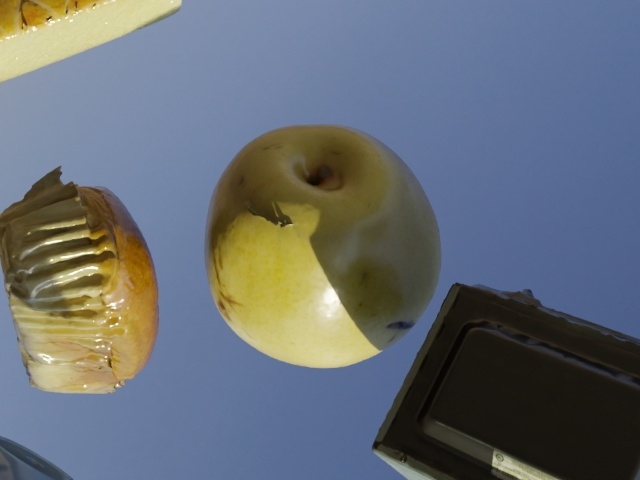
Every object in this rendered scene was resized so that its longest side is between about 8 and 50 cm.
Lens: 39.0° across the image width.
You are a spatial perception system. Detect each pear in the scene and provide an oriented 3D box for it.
[{"bbox_3d":[0.000,0.000,1.104,0.309,0.309,0.309,-34,-142,31],"label":"pear"}]

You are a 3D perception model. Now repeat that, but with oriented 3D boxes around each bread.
[{"bbox_3d":[-0.321,0.077,1.214,0.389,0.183,0.236,119,-43,-66],"label":"bread"},{"bbox_3d":[-0.219,-0.216,0.738,0.188,0.068,0.125,-23,-110,-9],"label":"bread"}]

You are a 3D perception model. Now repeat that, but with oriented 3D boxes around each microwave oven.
[{"bbox_3d":[0.278,0.210,0.874,0.354,0.286,0.218,20,-108,33],"label":"microwave oven"}]

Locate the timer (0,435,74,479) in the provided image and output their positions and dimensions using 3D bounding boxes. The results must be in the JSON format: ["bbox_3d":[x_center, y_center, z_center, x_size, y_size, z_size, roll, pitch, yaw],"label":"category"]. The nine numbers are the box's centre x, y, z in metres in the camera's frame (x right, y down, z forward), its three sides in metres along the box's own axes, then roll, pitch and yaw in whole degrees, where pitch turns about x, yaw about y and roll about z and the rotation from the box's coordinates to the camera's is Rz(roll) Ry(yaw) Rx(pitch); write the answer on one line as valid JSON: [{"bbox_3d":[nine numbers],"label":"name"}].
[{"bbox_3d":[-0.265,0.261,0.638,0.175,0.175,0.255,-19,-141,44],"label":"timer"}]
